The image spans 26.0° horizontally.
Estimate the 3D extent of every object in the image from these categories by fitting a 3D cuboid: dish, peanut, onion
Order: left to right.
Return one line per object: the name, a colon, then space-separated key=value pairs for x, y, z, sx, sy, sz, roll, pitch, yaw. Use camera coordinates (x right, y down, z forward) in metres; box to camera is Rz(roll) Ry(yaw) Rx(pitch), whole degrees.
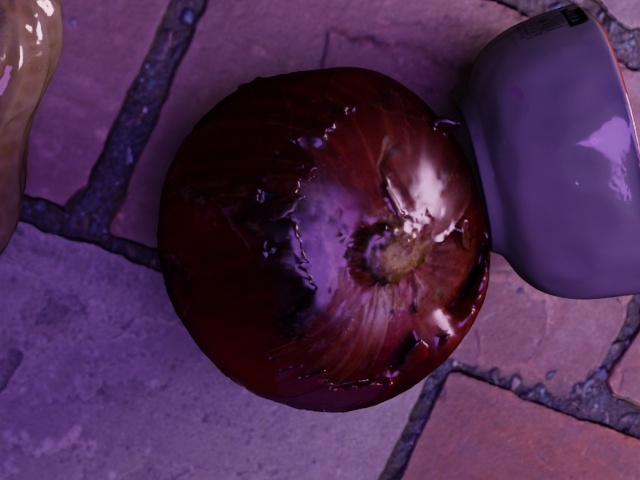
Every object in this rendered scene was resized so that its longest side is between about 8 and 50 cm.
peanut: x=-0.265 y=-0.090 z=1.062 sx=0.111 sy=0.125 sz=0.274 roll=10 pitch=100 yaw=-13
onion: x=0.000 y=0.000 z=1.101 sx=0.276 sy=0.276 sz=0.276 roll=-4 pitch=105 yaw=-15
dish: x=0.182 y=-0.065 z=1.145 sx=0.117 sy=0.256 sz=0.256 roll=-14 pitch=108 yaw=2
